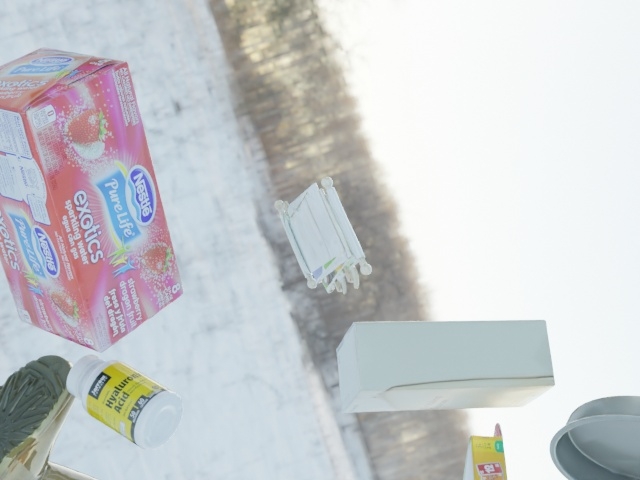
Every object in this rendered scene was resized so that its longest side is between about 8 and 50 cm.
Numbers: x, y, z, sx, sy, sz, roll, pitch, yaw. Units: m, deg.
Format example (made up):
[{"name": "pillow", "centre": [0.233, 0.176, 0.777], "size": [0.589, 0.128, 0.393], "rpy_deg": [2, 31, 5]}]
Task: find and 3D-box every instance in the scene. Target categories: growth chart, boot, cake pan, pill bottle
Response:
[{"name": "growth chart", "centre": [0.000, 0.000, 1.640], "size": [0.172, 0.021, 0.237], "rpy_deg": [69, -23, 2]}, {"name": "boot", "centre": [-0.310, 0.279, 1.343], "size": [0.089, 0.236, 0.269], "rpy_deg": [36, -7, 38]}, {"name": "cake pan", "centre": [0.504, 0.330, 1.720], "size": [0.293, 0.293, 0.054], "rpy_deg": [74, 30, -49]}, {"name": "pill bottle", "centre": [-0.203, 0.162, 1.141], "size": [0.116, 0.065, 0.065], "rpy_deg": [24, -30, 29]}]

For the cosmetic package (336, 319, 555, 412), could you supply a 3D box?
[{"name": "cosmetic package", "centre": [0.192, 0.198, 1.753], "size": [0.160, 0.309, 0.113], "rpy_deg": [112, -25, -67]}]

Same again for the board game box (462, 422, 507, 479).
[{"name": "board game box", "centre": [0.128, 0.268, 0.859], "size": [0.259, 0.039, 0.124], "rpy_deg": [-79, 174, -56]}]

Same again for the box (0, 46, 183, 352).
[{"name": "box", "centre": [-0.236, -0.040, 1.059], "size": [0.128, 0.122, 0.257], "rpy_deg": [15, -53, 38]}]
